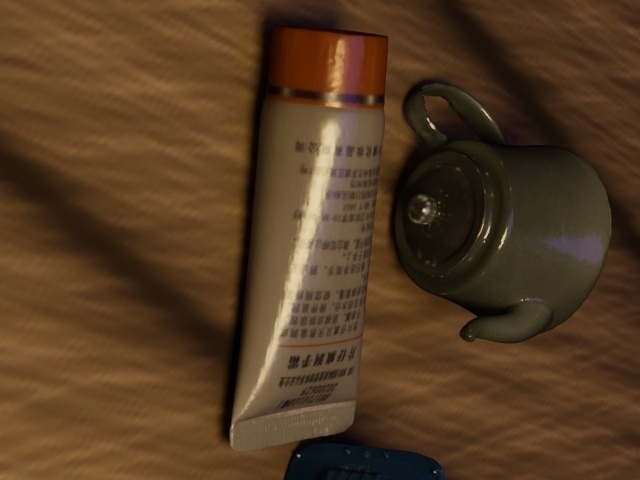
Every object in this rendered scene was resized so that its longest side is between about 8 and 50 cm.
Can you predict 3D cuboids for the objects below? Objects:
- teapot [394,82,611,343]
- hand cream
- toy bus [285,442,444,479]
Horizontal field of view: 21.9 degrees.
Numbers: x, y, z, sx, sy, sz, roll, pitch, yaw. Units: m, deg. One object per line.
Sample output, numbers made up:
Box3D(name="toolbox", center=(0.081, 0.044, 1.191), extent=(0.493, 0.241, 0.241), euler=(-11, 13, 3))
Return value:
Box3D(name="teapot", center=(0.123, -0.022, 1.338), extent=(0.149, 0.162, 0.239), euler=(13, 58, -39))
Box3D(name="hand cream", center=(0.000, 0.000, 1.225), extent=(0.140, 0.089, 0.314), euler=(0, 97, -49))
Box3D(name="toy bus", center=(0.037, 0.314, 1.244), extent=(0.175, 0.138, 0.287), euler=(38, 60, -48))
